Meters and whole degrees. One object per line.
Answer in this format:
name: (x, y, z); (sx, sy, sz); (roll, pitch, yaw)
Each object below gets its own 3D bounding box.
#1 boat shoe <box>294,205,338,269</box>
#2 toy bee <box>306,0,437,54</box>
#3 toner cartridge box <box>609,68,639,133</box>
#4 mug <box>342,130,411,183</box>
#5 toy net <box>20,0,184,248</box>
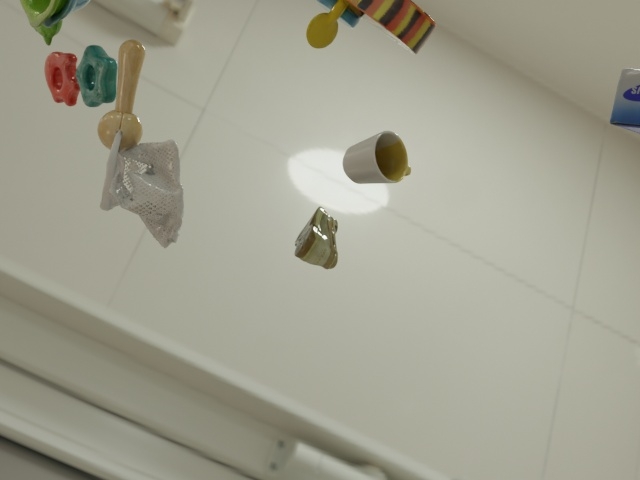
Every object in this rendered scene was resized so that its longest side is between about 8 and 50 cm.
boat shoe: (0.001, -0.001, 1.310); (0.048, 0.153, 0.056); (33, -78, -6)
toy bee: (0.019, -0.371, 1.496); (0.298, 0.195, 0.162); (16, -3, 25)
toner cartridge box: (0.540, -0.144, 1.235); (0.165, 0.075, 0.348); (10, 2, -42)
mug: (0.065, -0.089, 1.247); (0.064, 0.062, 0.078); (-10, -53, 43)
toy net: (-0.157, -0.094, 0.692); (0.045, 0.232, 0.122); (-8, -19, -41)
